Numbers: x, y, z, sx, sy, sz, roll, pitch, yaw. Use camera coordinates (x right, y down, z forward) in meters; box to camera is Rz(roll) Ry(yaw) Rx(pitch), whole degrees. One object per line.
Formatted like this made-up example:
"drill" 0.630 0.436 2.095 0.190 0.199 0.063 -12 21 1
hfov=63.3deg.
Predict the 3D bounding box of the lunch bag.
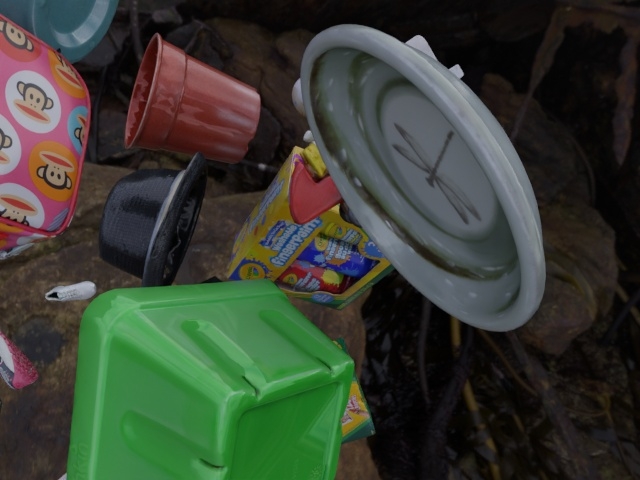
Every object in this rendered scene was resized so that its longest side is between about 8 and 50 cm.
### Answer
"lunch bag" -0.362 -0.106 0.476 0.293 0.120 0.258 35 48 -58

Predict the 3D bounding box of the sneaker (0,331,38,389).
"sneaker" -0.715 0.249 1.094 0.299 0.121 0.112 15 49 28

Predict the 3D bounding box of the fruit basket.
"fruit basket" -0.158 0.218 0.598 0.283 0.392 0.392 0 60 -49

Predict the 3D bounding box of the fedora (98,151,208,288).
"fedora" -0.344 -0.044 1.046 0.152 0.334 0.334 17 54 -7

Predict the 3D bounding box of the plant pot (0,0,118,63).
"plant pot" -0.413 -0.360 0.659 0.255 0.271 0.271 27 51 -1

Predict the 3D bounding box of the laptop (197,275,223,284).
"laptop" -0.409 0.229 1.664 0.234 0.264 0.136 -26 58 -22

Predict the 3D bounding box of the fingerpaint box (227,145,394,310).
"fingerpaint box" 0.000 0.000 1.391 0.371 0.445 0.163 19 54 -20

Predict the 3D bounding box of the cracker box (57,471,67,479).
"cracker box" -0.463 0.526 0.984 0.232 0.067 0.156 -39 128 -40

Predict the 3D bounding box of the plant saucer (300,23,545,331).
"plant saucer" 0.128 -0.080 0.622 0.100 0.400 0.400 -35 82 -12

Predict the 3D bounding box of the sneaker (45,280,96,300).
"sneaker" -0.743 0.159 1.547 0.152 0.061 0.054 -11 96 8

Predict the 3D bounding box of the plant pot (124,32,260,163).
"plant pot" -0.306 -0.319 1.267 0.265 0.272 0.272 13 56 -30

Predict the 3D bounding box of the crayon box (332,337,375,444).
"crayon box" 0.018 0.378 1.255 0.165 0.278 0.081 -18 32 3

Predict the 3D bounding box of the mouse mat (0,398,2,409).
"mouse mat" -0.800 0.437 1.135 0.189 0.007 0.152 -12 53 -3

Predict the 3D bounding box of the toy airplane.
"toy airplane" 0.078 -0.243 1.003 0.272 0.386 0.384 36 47 -8
